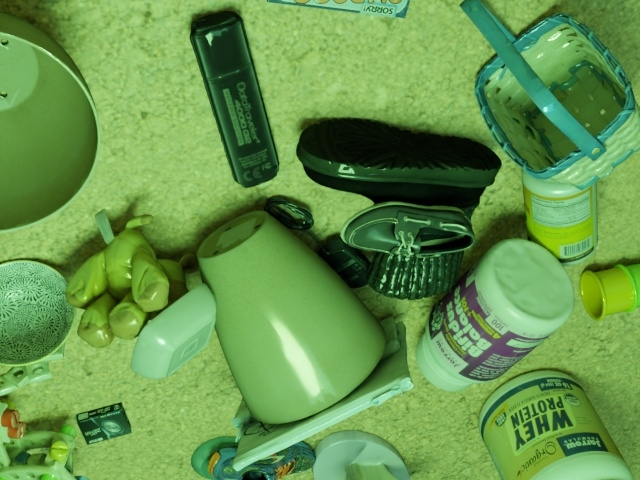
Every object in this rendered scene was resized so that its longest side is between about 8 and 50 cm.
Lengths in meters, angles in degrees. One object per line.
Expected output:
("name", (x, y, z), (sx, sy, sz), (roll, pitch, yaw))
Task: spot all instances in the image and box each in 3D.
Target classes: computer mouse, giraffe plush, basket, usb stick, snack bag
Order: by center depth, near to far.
("basket", (0.325, -0.207, 1.400), (0.201, 0.255, 0.289), (-37, 139, 17))
("usb stick", (-0.119, -0.197, 1.417), (0.077, 0.045, 0.278), (-21, 130, -8))
("giraffe plush", (-0.270, 0.072, 1.515), (0.181, 0.210, 0.170), (-21, 149, 21))
("computer mouse", (0.000, 0.000, 1.615), (0.071, 0.041, 0.242), (-29, 126, 29))
("snack bag", (-0.003, 0.243, 1.627), (0.323, 0.342, 0.037), (-27, 99, 7))

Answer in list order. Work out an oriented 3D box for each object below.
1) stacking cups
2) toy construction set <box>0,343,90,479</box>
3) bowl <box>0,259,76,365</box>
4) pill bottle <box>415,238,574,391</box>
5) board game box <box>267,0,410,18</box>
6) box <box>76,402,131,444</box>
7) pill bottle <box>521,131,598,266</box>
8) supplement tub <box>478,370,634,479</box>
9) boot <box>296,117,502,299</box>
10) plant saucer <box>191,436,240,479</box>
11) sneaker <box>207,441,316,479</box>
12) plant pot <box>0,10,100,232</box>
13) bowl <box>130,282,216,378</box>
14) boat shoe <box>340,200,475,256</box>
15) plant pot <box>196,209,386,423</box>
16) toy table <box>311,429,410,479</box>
("stacking cups", (0.640, 0.066, 1.808), (0.316, 0.096, 0.096), (-13, 129, -8))
("toy construction set", (-0.497, 0.300, 1.628), (0.214, 0.151, 0.328), (7, 121, 10))
("bowl", (-0.456, 0.123, 1.519), (0.170, 0.170, 0.080), (-8, 157, -9))
("pill bottle", (0.281, 0.140, 1.677), (0.169, 0.169, 0.301), (7, 145, -21))
("board game box", (0.034, -0.377, 1.325), (0.201, 0.035, 0.136), (2, 126, -17))
("box", (-0.386, 0.327, 1.766), (0.083, 0.018, 0.067), (-14, 129, -5))
("pill bottle", (0.391, -0.070, 1.613), (0.117, 0.117, 0.215), (-17, 129, -3))
("supplement tub", (0.456, 0.430, 1.892), (0.228, 0.316, 0.228), (-8, 129, -10))
("boot", (0.100, -0.037, 1.547), (0.347, 0.131, 0.260), (7, 125, -21))
("plant saucer", (-0.188, 0.424, 1.896), (0.119, 0.021, 0.119), (-8, 129, -10))
("sneaker", (-0.102, 0.436, 1.870), (0.221, 0.087, 0.083), (-4, 124, -32))
("plant pot", (-0.426, -0.178, 1.249), (0.284, 0.191, 0.284), (-8, 129, -10))
("bowl", (-0.211, 0.144, 1.470), (0.142, 0.053, 0.142), (-37, 162, -36))
("boat shoe", (0.133, -0.011, 1.451), (0.206, 0.065, 0.075), (-3, 126, -20))
("plant pot", (-0.071, 0.098, 1.557), (0.256, 0.256, 0.274), (-28, 111, 6))
("toy table", (0.098, 0.512, 1.958), (0.252, 0.161, 0.274), (-41, 126, 16))
